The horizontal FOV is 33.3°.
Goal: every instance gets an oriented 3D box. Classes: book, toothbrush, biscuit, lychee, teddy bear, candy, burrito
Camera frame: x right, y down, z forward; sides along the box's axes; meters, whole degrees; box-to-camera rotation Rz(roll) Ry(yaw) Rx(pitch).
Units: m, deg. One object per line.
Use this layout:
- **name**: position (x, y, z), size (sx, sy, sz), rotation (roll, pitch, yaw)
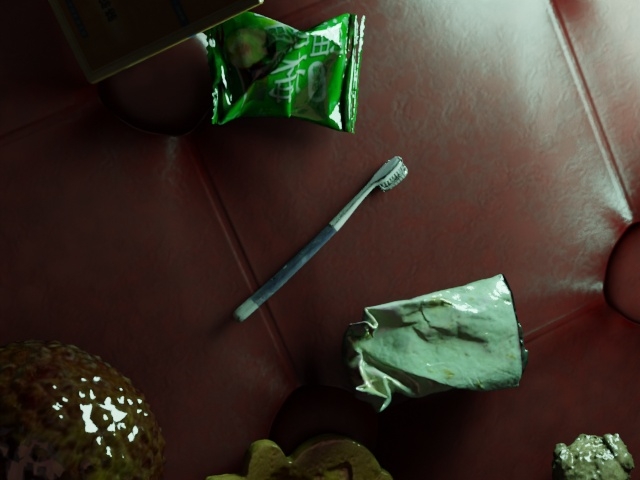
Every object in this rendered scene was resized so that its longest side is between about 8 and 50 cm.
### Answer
- **book**: position (-0.199, -0.296, 1.191), size (0.241, 0.018, 0.170), rotation (-20, 101, 24)
- **toothbrush**: position (0.000, 0.000, 1.328), size (0.288, 0.024, 0.026), rotation (-44, 116, -7)
- **biscuit**: position (-0.028, 0.327, 1.342), size (0.248, 0.035, 0.184), rotation (-19, 100, -11)
- **lychee**: position (-0.302, 0.238, 1.171), size (0.260, 0.260, 0.261), rotation (-1, 95, -13)
- **teddy bear**: position (0.370, 0.379, 1.390), size (0.181, 0.129, 0.251), rotation (-12, 98, -14)
- **candy**: position (-0.042, -0.206, 1.274), size (0.203, 0.078, 0.141), rotation (1, 106, -25)
- **burrito**: position (0.139, 0.130, 1.339), size (0.228, 0.089, 0.144), rotation (-9, 83, -13)
